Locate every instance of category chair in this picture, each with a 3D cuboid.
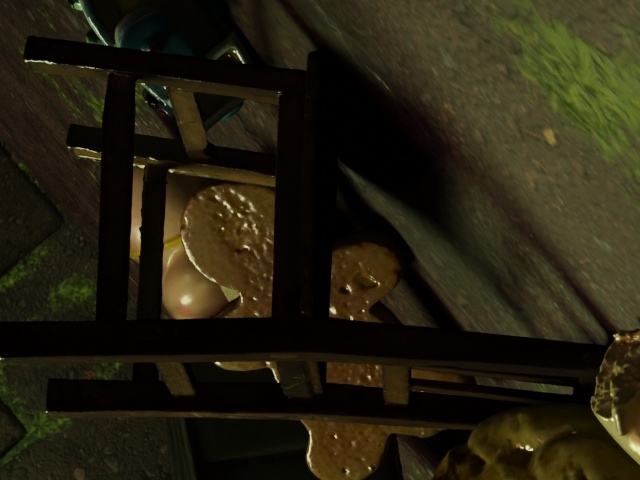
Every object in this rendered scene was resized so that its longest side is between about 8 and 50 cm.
[{"bbox_3d":[0.000,0.000,1.272,0.203,0.416,0.241,82,-170,-69],"label":"chair"}]

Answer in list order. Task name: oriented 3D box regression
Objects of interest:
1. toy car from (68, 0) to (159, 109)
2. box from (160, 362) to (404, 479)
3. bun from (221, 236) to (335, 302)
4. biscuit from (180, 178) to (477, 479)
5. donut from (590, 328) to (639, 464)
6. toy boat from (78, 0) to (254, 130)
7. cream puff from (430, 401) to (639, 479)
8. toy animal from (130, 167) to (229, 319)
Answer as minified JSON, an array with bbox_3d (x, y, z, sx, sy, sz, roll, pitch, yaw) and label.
[{"bbox_3d":[-0.171,-0.180,1.587,0.143,0.054,0.073,45,167,38],"label":"toy car"},{"bbox_3d":[-0.045,0.221,1.810,0.345,0.204,0.251,134,127,-79],"label":"box"},{"bbox_3d":[-0.035,0.022,1.589,0.167,0.113,0.173,56,171,4],"label":"bun"},{"bbox_3d":[-0.003,0.062,1.472,0.301,0.197,0.049,51,-158,-18],"label":"biscuit"},{"bbox_3d":[0.226,0.118,1.034,0.108,0.065,0.166,52,168,-19],"label":"donut"},{"bbox_3d":[-0.122,-0.166,1.343,0.215,0.088,0.102,52,178,-24],"label":"toy boat"},{"bbox_3d":[0.205,0.280,1.202,0.257,0.291,0.324,26,156,-33],"label":"cream puff"},{"bbox_3d":[-0.137,-0.003,1.825,0.248,0.149,0.165,41,-179,2],"label":"toy animal"}]
